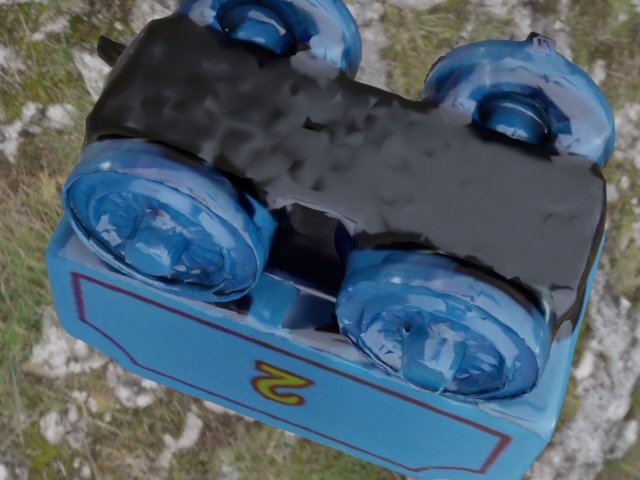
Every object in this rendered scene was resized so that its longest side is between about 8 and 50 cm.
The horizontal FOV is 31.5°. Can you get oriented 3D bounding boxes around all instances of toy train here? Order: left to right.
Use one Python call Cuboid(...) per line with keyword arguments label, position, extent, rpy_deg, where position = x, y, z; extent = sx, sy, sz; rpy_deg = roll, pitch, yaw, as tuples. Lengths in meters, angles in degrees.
Cuboid(label="toy train", position=(0.000, 0.000, 0.630), extent=(0.300, 0.265, 0.188), rpy_deg=(20, 60, 5))
